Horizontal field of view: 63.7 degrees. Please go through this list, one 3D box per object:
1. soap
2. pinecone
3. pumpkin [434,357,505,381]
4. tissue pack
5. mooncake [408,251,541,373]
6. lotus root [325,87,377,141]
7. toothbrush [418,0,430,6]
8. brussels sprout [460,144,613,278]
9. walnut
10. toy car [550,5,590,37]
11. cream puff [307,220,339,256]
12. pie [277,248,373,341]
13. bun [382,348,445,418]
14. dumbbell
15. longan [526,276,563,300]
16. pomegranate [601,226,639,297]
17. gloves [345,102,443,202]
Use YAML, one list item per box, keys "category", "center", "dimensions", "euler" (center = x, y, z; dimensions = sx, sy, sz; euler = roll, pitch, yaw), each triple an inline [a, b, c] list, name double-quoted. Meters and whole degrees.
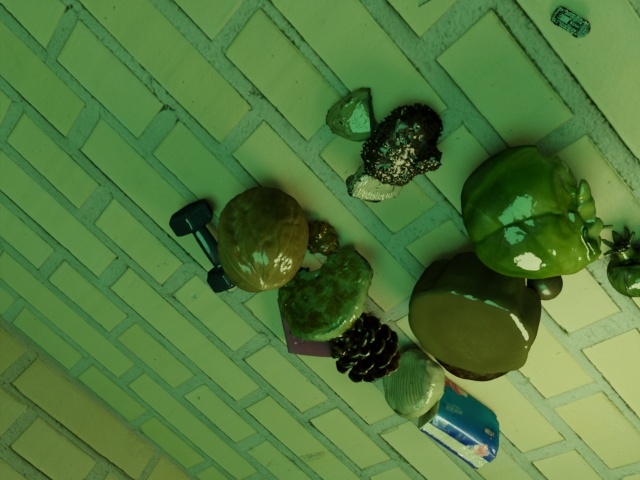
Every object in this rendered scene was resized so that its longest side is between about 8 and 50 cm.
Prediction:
- category: "soap"
  center: [-0.046, 0.303, 1.869]
  dimensions: [0.181, 0.081, 0.259]
  euler: [3, 122, 17]
- category: "pinecone"
  center: [0.139, 0.346, 1.726]
  dimensions: [0.244, 0.244, 0.309]
  euler: [-6, 140, 22]
- category: "pumpkin"
  center: [0.511, 0.426, 1.721]
  dimensions: [0.312, 0.148, 0.169]
  euler: [0, 117, 23]
- category: "tissue pack"
  center: [0.490, 0.635, 1.813]
  dimensions: [0.269, 0.209, 0.137]
  euler: [37, 127, -6]
- category: "mooncake"
  center: [0.456, 0.210, 1.529]
  dimensions: [0.378, 0.201, 0.378]
  euler: [18, 139, 17]
- category: "lotus root"
  center: [0.085, -0.336, 1.435]
  dimensions: [0.144, 0.070, 0.143]
  euler: [-11, 116, 25]
- category: "toothbrush"
  center: [0.283, -0.591, 1.249]
  dimensions: [0.097, 0.006, 0.008]
  euler: [-20, 116, 28]
- category: "brussels sprout"
  center: [0.538, -0.059, 1.341]
  dimensions: [0.371, 0.276, 0.315]
  euler: [38, 112, -15]
- category: "walnut"
  center: [-0.179, 0.003, 1.586]
  dimensions: [0.332, 0.333, 0.333]
  euler: [9, 123, 14]
- category: "toy car"
  center: [0.580, -0.504, 1.190]
  dimensions: [0.093, 0.025, 0.041]
  euler: [33, 127, 1]
- category: "cream puff"
  center: [0.000, 0.000, 1.659]
  dimensions: [0.122, 0.094, 0.116]
  euler: [31, 128, -7]
- category: "pie"
  center: [0.011, 0.178, 1.662]
  dimensions: [0.371, 0.297, 0.078]
  euler: [-22, 144, 29]
- category: "bun"
  center: [0.326, 0.500, 1.787]
  dimensions: [0.141, 0.239, 0.239]
  euler: [26, 130, -30]
- category: "dumbbell"
  center: [-0.379, 0.021, 1.770]
  dimensions: [0.156, 0.144, 0.316]
  euler: [-18, 113, 27]
- category: "longan"
  center: [0.653, 0.118, 1.503]
  dimensions: [0.106, 0.106, 0.119]
  euler: [-9, 111, 23]
- category: "pomegranate"
  center: [0.848, 0.062, 1.390]
  dimensions: [0.152, 0.131, 0.191]
  euler: [-25, 103, 33]
- category: "gloves"
  center: [0.213, -0.230, 1.412]
  dimensions: [0.210, 0.135, 0.312]
  euler: [19, 127, -11]
